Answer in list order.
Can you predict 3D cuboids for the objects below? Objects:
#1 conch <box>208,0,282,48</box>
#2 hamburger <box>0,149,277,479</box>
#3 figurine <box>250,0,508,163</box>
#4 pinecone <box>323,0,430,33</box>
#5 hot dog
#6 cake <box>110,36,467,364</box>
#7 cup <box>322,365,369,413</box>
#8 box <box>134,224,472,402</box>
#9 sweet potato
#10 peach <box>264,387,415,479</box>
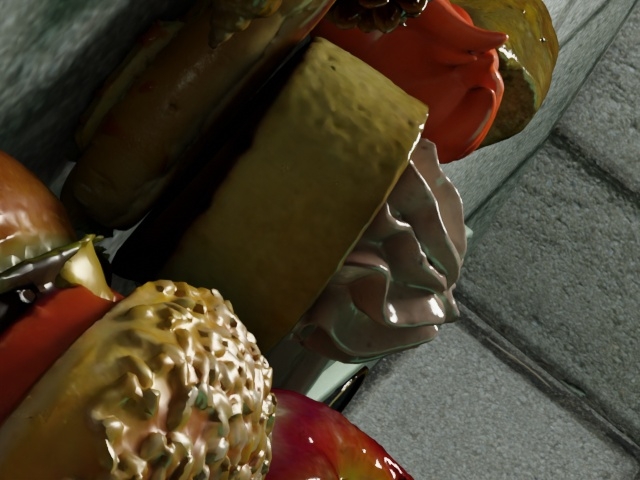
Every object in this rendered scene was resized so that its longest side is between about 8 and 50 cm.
[{"bbox_3d":[0.038,-0.238,0.770,0.330,0.093,0.109,-50,172,-3],"label":"conch"},{"bbox_3d":[-0.179,0.132,0.689,0.330,0.250,0.330,-49,171,-11],"label":"hamburger"},{"bbox_3d":[0.035,-0.097,1.045,0.257,0.181,0.208,-48,153,-47],"label":"figurine"},{"bbox_3d":[0.032,-0.198,0.925,0.102,0.102,0.109,-40,138,-47],"label":"pinecone"},{"bbox_3d":[-0.075,-0.103,0.840,0.250,0.076,0.104,-47,-171,-2],"label":"hot dog"},{"bbox_3d":[0.000,0.000,0.838,0.207,0.178,0.185,-40,-168,31],"label":"cake"},{"bbox_3d":[-0.076,0.155,1.445,0.166,0.177,0.239,-47,169,-25],"label":"cup"},{"bbox_3d":[-0.017,0.024,1.220,0.175,0.182,0.312,-54,169,22],"label":"box"},{"bbox_3d":[0.150,-0.181,1.341,0.158,0.158,0.370,-56,178,25],"label":"sweet potato"},{"bbox_3d":[-0.084,0.321,0.990,0.416,0.339,0.353,-44,137,11],"label":"peach"}]
